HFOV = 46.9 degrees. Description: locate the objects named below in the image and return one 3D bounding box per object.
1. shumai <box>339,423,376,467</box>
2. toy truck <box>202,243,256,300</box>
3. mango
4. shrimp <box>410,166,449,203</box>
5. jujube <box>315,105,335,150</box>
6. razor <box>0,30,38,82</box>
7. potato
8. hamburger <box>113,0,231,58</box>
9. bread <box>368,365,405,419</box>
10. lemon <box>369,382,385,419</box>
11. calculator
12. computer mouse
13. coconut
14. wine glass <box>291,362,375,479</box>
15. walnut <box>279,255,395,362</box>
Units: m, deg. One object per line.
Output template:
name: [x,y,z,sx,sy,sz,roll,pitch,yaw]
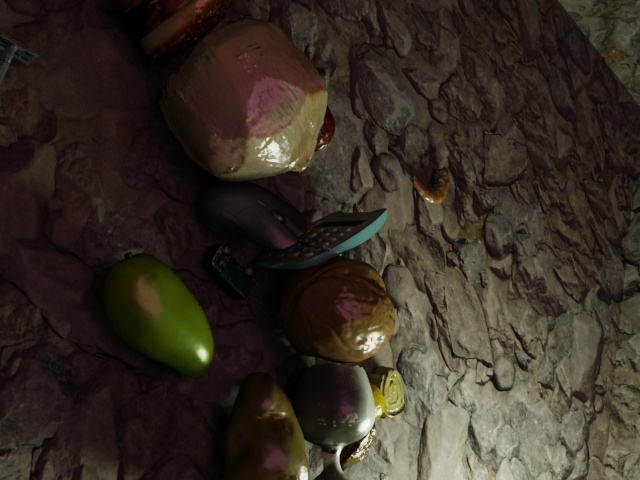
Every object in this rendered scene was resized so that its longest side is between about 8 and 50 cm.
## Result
shumai: [0.098,0.559,2.075,0.105,0.139,0.123,59,8,27]
toy truck: [-0.237,0.078,1.892,0.147,0.065,0.079,48,55,-25]
mango: [-0.363,0.184,1.686,0.343,0.156,0.192,53,51,-21]
shrimp: [0.377,-0.208,2.551,0.166,0.049,0.161,27,64,-27]
jujube: [-0.064,-0.366,2.090,0.250,0.174,0.174,53,50,-26]
razor: [-0.703,-0.331,1.573,0.106,0.068,0.232,31,67,-33]
potato: [-0.135,0.495,1.793,0.218,0.202,0.351,20,58,-51]
hamburger: [-0.357,-0.590,1.813,0.225,0.291,0.291,54,50,-20]
bread: [0.196,0.453,2.202,0.117,0.064,0.156,6,74,-46]
lemon: [0.126,0.458,2.105,0.133,0.109,0.109,54,50,-20]
calculator: [0.000,0.000,2.002,0.386,0.256,0.055,-27,109,-43]
computer mouse: [-0.142,-0.065,1.864,0.379,0.090,0.167,23,50,11]
coconut: [-0.162,-0.315,1.826,0.404,0.404,0.405,12,72,-41]
wine glass: [0.031,0.491,1.931,0.238,0.238,0.323,20,65,-38]
walnut: [0.048,0.187,1.974,0.332,0.332,0.333,12,72,-41]
